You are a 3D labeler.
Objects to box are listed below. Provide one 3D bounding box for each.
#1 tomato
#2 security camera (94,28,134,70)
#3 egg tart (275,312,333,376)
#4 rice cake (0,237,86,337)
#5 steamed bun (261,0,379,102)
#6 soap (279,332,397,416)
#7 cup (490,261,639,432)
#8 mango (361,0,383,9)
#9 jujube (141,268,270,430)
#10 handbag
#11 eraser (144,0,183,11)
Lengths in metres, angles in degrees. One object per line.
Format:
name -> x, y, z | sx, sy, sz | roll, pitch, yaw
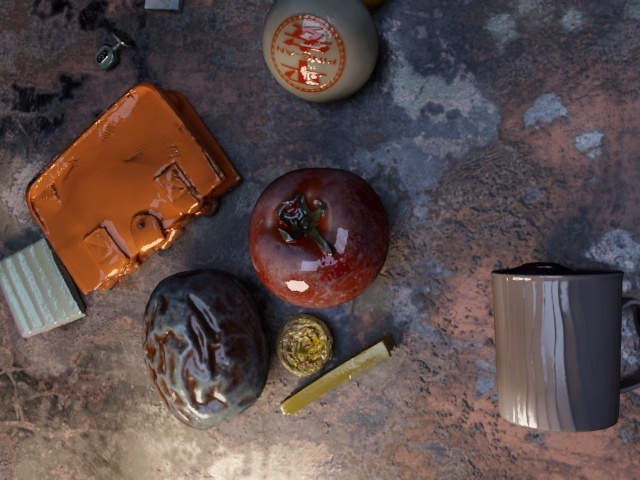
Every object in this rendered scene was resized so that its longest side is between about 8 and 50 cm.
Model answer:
tomato -> 0.000, 0.000, 1.360 | 0.270, 0.227, 0.270 | -6, 69, 16
security camera -> -0.458, -0.415, 1.585 | 0.092, 0.058, 0.058 | -42, 79, 20
egg tart -> -0.029, 0.209, 1.461 | 0.129, 0.049, 0.129 | 0, 89, 22
rice cake -> -0.642, 0.109, 1.640 | 0.189, 0.037, 0.198 | -22, 84, 14
steamed bun -> -0.011, -0.366, 1.367 | 0.232, 0.145, 0.232 | 14, 124, 21
soap -> 0.034, 0.265, 1.420 | 0.252, 0.092, 0.037 | -33, 83, 13
cup -> 0.435, 0.175, 1.273 | 0.208, 0.288, 0.273 | 0, 91, 52
mango -> 0.042, -0.582, 1.382 | 0.177, 0.120, 0.295 | -14, 103, 36
jujube -> -0.230, 0.206, 1.430 | 0.246, 0.215, 0.308 | -29, 81, 13
handbag -> -0.406, -0.110, 1.533 | 0.410, 0.116, 0.303 | -38, 80, 13
eraser -> -0.338, -0.516, 1.563 | 0.083, 0.019, 0.038 | 8, 91, 15
